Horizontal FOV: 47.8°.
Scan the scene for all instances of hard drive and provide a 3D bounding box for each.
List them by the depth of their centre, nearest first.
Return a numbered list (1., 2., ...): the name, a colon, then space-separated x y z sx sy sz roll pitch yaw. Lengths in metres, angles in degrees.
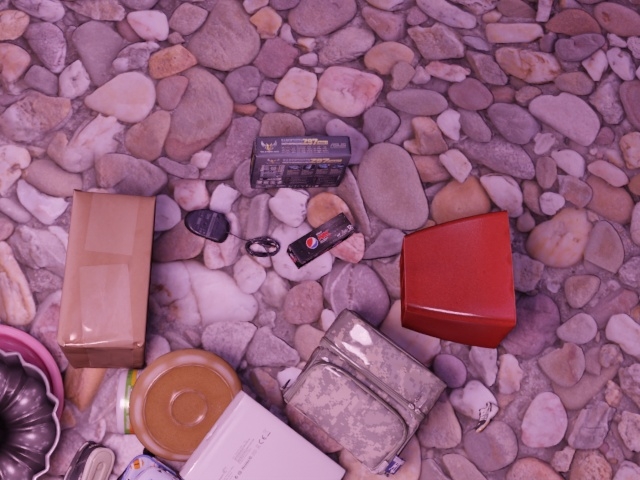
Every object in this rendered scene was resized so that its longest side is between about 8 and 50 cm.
1. hard drive: -0.113 0.482 1.503 0.307 0.040 0.203 43 75 -24

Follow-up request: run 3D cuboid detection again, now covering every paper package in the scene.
1. paper package: -0.445 0.094 1.529 0.168 0.309 0.325 4 70 -13

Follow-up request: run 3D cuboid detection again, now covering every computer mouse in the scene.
1. computer mouse: -0.216 -0.014 1.760 0.242 0.041 0.071 22 76 -9

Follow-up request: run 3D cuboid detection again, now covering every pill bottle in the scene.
1. pill bottle: -0.308 0.346 1.554 0.245 0.136 0.137 2 70 -9

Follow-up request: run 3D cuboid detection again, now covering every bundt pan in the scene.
1. bundt pan: -0.666 0.375 1.399 0.330 0.124 0.331 4 70 -10

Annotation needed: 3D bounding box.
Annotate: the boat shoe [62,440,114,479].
1. boat shoe: -0.511 0.533 1.496 0.079 0.084 0.233 12 71 36

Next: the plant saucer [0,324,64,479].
1. plant saucer: -0.707 0.344 1.514 0.331 0.084 0.332 3 71 -9

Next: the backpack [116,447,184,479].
1. backpack: -0.320 0.586 1.437 0.263 0.213 0.277 37 65 -7

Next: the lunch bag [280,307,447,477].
1. lunch bag: 0.096 0.336 1.601 0.305 0.212 0.256 38 85 6

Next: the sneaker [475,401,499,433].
1. sneaker: 0.386 0.419 1.710 0.037 0.032 0.083 37 63 19

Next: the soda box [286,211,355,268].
1. soda box: 0.000 0.000 1.779 0.168 0.053 0.060 -31 77 -19

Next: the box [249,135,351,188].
1. box: -0.053 -0.190 1.770 0.232 0.183 0.059 -3 71 -10

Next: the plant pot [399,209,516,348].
1. plant pot: 0.308 0.099 1.699 0.235 0.267 0.267 0 70 2

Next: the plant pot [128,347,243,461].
1. plant pot: -0.269 0.339 1.471 0.236 0.032 0.237 -1 93 -17
